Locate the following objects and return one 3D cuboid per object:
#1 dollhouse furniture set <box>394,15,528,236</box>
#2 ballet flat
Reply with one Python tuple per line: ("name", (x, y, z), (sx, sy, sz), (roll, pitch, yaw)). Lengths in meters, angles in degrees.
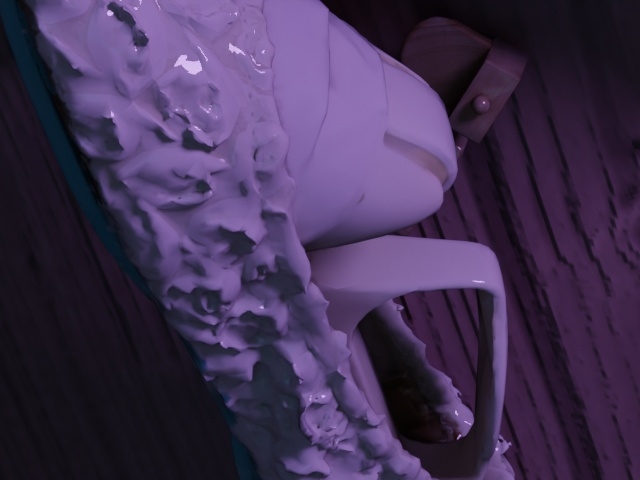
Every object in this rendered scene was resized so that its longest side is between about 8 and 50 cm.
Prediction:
("dollhouse furniture set", (0.006, -0.080, 0.789), (0.144, 0.123, 0.151), (32, 116, -2))
("ballet flat", (0.000, 0.000, 0.782), (0.147, 0.147, 0.409), (-4, 138, 15))
